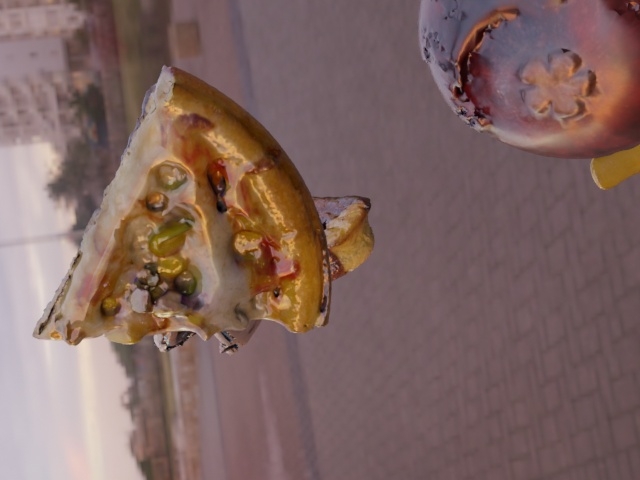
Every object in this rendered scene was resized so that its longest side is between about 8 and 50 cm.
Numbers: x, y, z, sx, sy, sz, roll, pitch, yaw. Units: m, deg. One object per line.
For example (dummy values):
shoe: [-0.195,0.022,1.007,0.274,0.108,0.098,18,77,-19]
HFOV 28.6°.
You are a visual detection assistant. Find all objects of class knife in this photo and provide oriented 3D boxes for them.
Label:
knife: [-0.074,0.048,0.931,0.043,0.089,0.365,42,176,6]

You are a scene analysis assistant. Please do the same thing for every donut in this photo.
donut: [0.000,0.000,1.415,0.140,0.140,0.059,-116,1,-65]

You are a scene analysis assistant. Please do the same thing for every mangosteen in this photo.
mangosteen: [0.143,-0.131,0.729,0.180,0.166,0.166,-54,-35,-59]

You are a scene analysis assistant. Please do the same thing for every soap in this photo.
soap: [0.277,-0.072,1.132,0.012,0.089,0.034,-10,101,61]

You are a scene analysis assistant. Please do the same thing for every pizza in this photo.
pizza: [-0.086,0.000,0.696,0.036,0.176,0.185,46,158,58]
